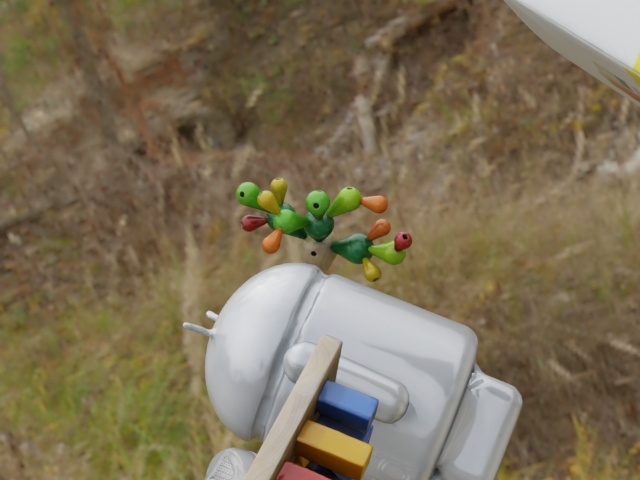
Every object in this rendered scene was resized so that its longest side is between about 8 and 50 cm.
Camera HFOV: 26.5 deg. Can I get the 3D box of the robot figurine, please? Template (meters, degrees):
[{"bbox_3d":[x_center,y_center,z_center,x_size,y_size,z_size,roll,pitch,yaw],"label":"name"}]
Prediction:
[{"bbox_3d":[0.029,0.148,1.432,0.353,0.200,0.300,22,-8,6],"label":"robot figurine"}]

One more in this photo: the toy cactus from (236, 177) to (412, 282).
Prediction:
[{"bbox_3d":[0.000,0.000,1.641,0.218,0.180,0.112,11,66,4],"label":"toy cactus"}]

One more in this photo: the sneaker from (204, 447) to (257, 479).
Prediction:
[{"bbox_3d":[-0.121,0.283,1.270,0.105,0.115,0.281,-52,11,31],"label":"sneaker"}]

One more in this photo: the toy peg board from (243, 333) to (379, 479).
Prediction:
[{"bbox_3d":[-0.002,0.177,0.872,0.079,0.161,0.161,21,49,11],"label":"toy peg board"}]

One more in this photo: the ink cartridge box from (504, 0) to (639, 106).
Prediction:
[{"bbox_3d":[0.367,-0.197,1.034,0.384,0.160,0.279,41,96,34],"label":"ink cartridge box"}]
